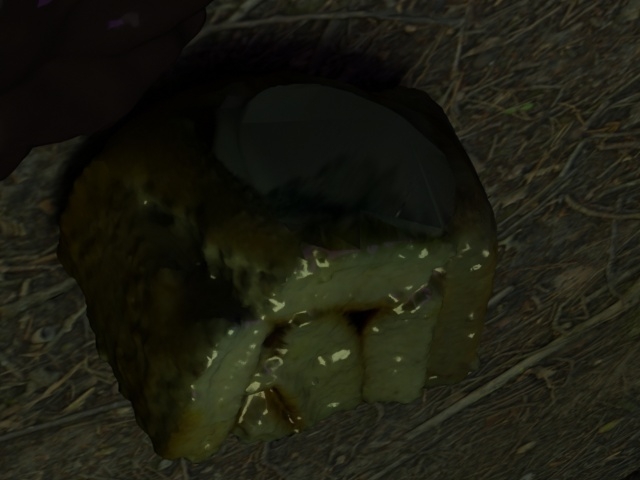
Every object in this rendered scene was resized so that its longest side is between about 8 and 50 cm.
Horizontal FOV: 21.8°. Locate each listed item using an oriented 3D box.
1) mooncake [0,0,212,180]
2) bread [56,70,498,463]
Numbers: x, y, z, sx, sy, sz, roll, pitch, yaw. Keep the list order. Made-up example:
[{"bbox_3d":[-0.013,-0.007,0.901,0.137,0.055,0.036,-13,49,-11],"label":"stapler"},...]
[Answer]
[{"bbox_3d":[-0.217,-0.182,0.957,0.350,0.212,0.381,-11,148,-43],"label":"mooncake"},{"bbox_3d":[0.008,-0.004,1.390,0.395,0.239,0.264,-10,146,-34],"label":"bread"}]
